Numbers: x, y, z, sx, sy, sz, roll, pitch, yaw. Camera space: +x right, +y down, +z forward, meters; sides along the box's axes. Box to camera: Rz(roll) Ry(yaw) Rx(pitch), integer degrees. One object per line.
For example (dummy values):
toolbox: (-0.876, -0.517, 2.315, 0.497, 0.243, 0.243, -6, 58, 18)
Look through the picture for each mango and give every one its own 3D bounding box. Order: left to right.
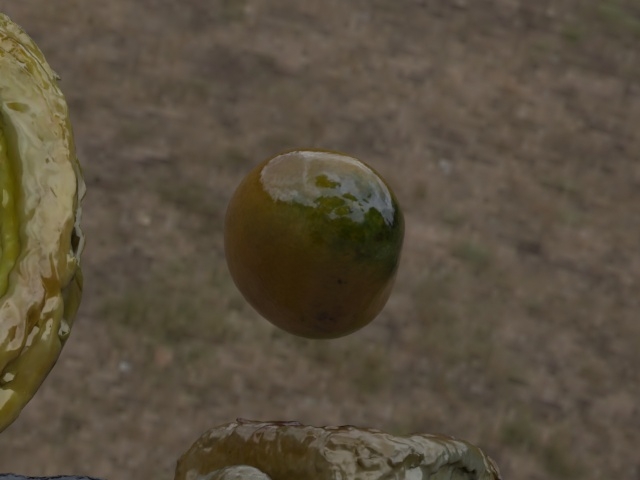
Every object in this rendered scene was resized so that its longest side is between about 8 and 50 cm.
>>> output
mango: (-0.005, -0.003, 1.593, 0.151, 0.221, 0.120, 38, 66, 11)

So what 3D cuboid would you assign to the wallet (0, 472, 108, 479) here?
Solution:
wallet: (-0.271, 0.233, 1.038, 0.323, 0.247, 0.041, 1, 22, -18)

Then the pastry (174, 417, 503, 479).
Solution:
pastry: (0.016, 0.168, 1.294, 0.229, 0.100, 0.218, 12, -12, -24)

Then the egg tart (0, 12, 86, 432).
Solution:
egg tart: (-0.234, 0.018, 0.918, 0.294, 0.294, 0.123, 24, -15, 21)
